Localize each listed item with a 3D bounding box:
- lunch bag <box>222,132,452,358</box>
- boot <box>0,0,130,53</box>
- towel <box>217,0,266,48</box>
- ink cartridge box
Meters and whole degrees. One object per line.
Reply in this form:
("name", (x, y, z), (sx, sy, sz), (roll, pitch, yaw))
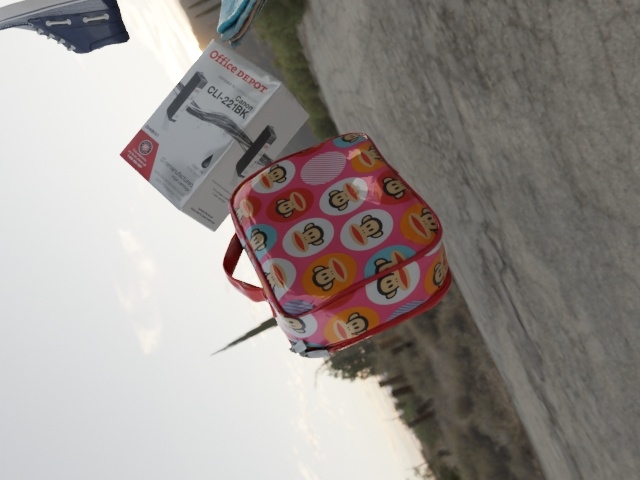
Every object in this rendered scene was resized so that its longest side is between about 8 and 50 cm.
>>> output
("lunch bag", (0.000, 0.000, 0.796), (0.293, 0.258, 0.120), (-118, 3, -47))
("boot", (-0.362, -0.292, 0.851), (0.069, 0.190, 0.086), (-77, -25, -61))
("towel", (-0.050, -0.449, 0.741), (0.370, 0.040, 0.271), (-38, 51, 54))
("ink cartridge box", (-0.184, -0.186, 1.086), (0.197, 0.273, 0.114), (39, 179, 29))
